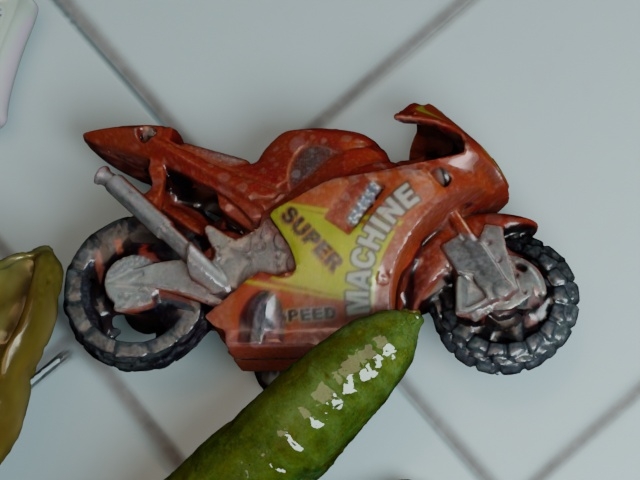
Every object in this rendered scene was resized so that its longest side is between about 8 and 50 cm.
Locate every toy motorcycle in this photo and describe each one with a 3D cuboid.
[{"bbox_3d":[0.000,0.001,1.050,0.298,0.089,0.171,0,74,10],"label":"toy motorcycle"}]

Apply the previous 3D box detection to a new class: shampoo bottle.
[{"bbox_3d":[-0.222,-0.110,1.138,0.072,0.043,0.099,9,77,12],"label":"shampoo bottle"}]

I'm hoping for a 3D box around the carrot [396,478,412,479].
[{"bbox_3d":[-0.033,0.214,1.016,0.248,0.059,0.059,-42,73,-7],"label":"carrot"}]

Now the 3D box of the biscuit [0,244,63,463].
[{"bbox_3d":[-0.322,0.087,1.069,0.335,0.078,0.329,35,80,27],"label":"biscuit"}]

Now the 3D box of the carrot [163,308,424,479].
[{"bbox_3d":[-0.076,0.160,0.997,0.358,0.074,0.074,-44,73,8],"label":"carrot"}]
